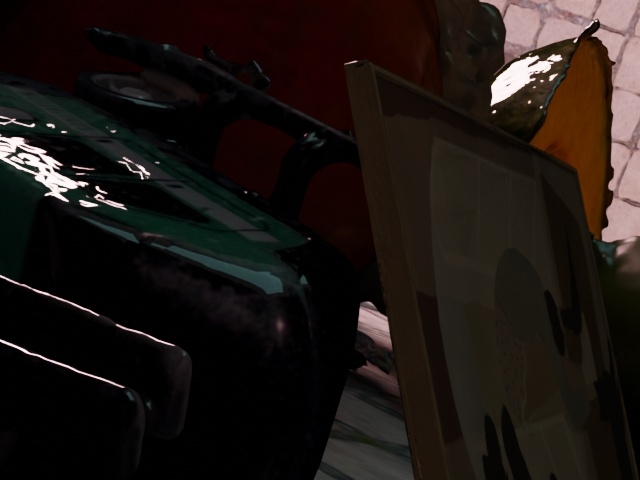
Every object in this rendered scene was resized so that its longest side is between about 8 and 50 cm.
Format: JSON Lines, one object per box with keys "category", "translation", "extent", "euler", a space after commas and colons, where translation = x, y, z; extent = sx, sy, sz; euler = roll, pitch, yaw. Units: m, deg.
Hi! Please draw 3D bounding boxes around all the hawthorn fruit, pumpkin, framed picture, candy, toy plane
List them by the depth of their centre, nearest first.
{"category": "toy plane", "translation": [-0.111, -0.015, 0.484], "extent": [0.155, 0.106, 0.381], "euler": [2, 22, -44]}
{"category": "framed picture", "translation": [0.054, 0.036, 0.489], "extent": [0.010, 0.136, 0.201], "euler": [-12, -9, 19]}
{"category": "hawthorn fruit", "translation": [-0.050, -0.060, 0.683], "extent": [0.249, 0.215, 0.215], "euler": [20, 4, -12]}
{"category": "candy", "translation": [0.000, 0.043, 0.873], "extent": [0.083, 0.020, 0.030], "euler": [25, 6, 30]}
{"category": "pumpkin", "translation": [0.099, -0.022, 1.024], "extent": [0.111, 0.163, 0.278], "euler": [16, -12, 23]}

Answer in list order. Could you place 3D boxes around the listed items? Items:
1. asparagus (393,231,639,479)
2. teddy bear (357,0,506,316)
{"category": "asparagus", "translation": [0.158, 0.064, 0.720], "extent": [0.108, 0.128, 0.382], "euler": [-28, 29, -26]}
{"category": "teddy bear", "translation": [-0.006, -0.148, 0.849], "extent": [0.224, 0.368, 0.357], "euler": [2, 4, -30]}
